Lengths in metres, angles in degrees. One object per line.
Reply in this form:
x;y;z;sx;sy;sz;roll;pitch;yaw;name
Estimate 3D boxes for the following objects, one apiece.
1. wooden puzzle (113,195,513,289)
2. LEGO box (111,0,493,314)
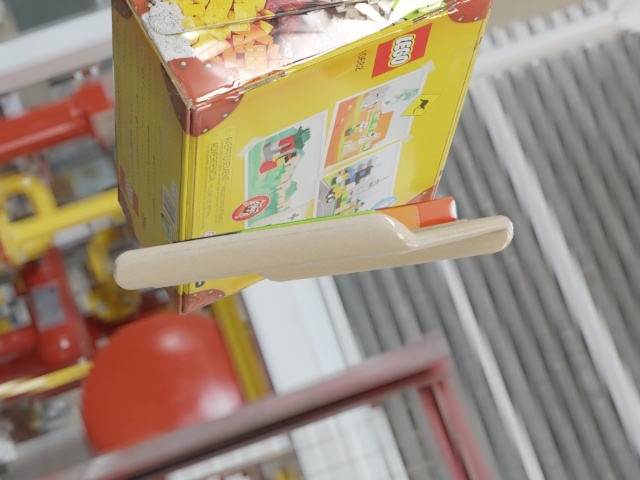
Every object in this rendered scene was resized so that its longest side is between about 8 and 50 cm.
0.000;0.000;1.278;0.238;0.221;0.044;1;81;-66;wooden puzzle
-0.034;-0.163;2.059;0.193;0.372;0.500;59;-19;22;LEGO box
